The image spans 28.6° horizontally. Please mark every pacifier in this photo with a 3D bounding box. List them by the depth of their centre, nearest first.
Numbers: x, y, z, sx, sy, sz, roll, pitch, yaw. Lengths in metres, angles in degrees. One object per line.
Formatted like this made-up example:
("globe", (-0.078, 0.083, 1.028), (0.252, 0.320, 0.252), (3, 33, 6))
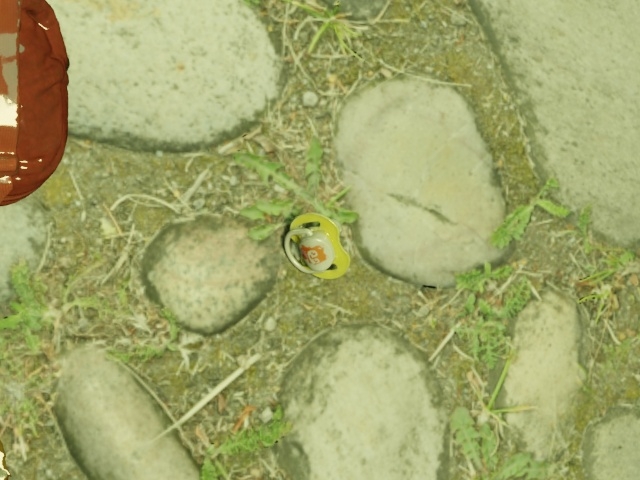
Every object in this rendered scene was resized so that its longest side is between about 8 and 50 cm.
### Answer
("pacifier", (0.000, 0.000, 1.351), (0.064, 0.068, 0.083), (-54, 129, -50))

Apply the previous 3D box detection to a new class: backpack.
("backpack", (-0.332, -0.130, 1.171), (0.229, 0.139, 0.229), (2, 84, -21))

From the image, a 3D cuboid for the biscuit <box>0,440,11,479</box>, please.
("biscuit", (-0.413, 0.231, 1.142), (0.259, 0.079, 0.259), (2, 81, -12))
